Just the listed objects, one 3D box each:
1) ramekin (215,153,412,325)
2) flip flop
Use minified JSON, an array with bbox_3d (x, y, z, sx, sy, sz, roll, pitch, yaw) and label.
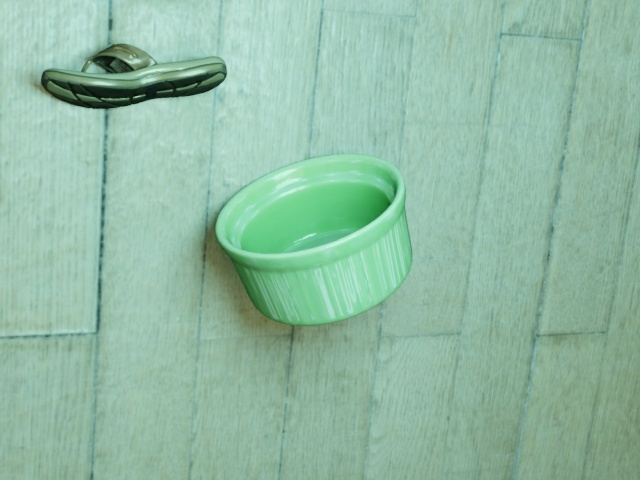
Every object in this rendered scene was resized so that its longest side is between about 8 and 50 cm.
[{"bbox_3d":[0.000,0.000,1.547,0.303,0.303,0.148,-25,120,-14],"label":"ramekin"},{"bbox_3d":[-0.278,-0.256,1.470,0.277,0.112,0.080,-11,83,-16],"label":"flip flop"}]
